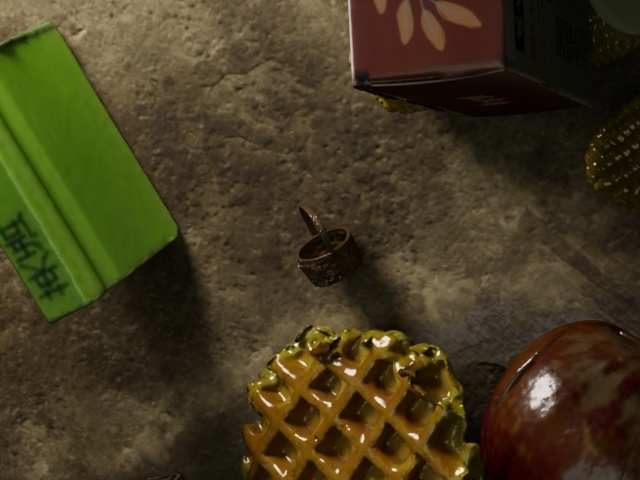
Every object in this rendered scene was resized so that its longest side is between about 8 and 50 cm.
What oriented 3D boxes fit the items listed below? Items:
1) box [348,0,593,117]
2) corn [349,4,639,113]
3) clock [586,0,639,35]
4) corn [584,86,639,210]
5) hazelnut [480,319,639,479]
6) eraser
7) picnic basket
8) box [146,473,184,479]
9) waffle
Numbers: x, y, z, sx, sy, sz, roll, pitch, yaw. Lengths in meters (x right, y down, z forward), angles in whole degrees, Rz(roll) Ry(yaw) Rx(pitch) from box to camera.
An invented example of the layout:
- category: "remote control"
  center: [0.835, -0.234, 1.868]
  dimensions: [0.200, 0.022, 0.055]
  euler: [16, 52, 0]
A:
- category: "box"
  center: [0.122, -0.304, 1.207]
  dimensions: [0.122, 0.344, 0.385]
  euler: [-4, 90, 20]
- category: "corn"
  center: [0.172, -0.187, 1.424]
  dimensions: [0.291, 0.101, 0.101]
  euler: [-13, 103, 22]
- category: "clock"
  center: [0.377, -0.212, 1.196]
  dimensions: [0.284, 0.114, 0.309]
  euler: [-40, 119, 13]
- category: "corn"
  center: [0.362, -0.144, 1.359]
  dimensions: [0.102, 0.102, 0.313]
  euler: [44, 117, 2]
- category: "hazelnut"
  center: [0.275, 0.194, 1.460]
  dimensions: [0.234, 0.218, 0.218]
  euler: [44, 121, 28]
- category: "eraser"
  center: [-0.284, -0.075, 1.584]
  dimensions: [0.092, 0.210, 0.274]
  euler: [-27, 99, 28]
- category: "picnic basket"
  center: [0.000, 0.000, 1.569]
  dimensions: [0.072, 0.072, 0.083]
  euler: [-15, 113, 26]
- category: "box"
  center: [-0.169, 0.396, 1.753]
  dimensions: [0.069, 0.120, 0.224]
  euler: [-13, 104, 29]
- category: "waffle"
  center: [0.033, 0.236, 1.598]
  dimensions: [0.324, 0.068, 0.302]
  euler: [-9, 90, 36]
